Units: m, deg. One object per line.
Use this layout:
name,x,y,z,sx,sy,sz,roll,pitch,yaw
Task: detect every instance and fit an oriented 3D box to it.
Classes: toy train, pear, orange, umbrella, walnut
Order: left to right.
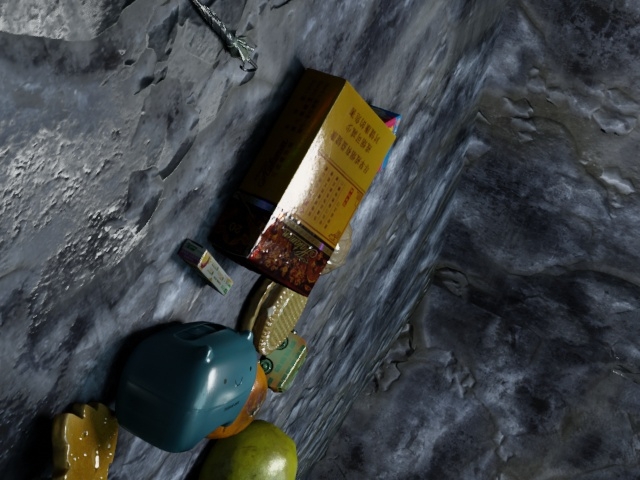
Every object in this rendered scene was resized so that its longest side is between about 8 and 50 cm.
orange,-0.217,0.345,1.807,0.224,0.170,0.224,-54,159,-32
umbrella,-0.141,-0.326,1.278,0.269,0.044,0.044,43,44,-73
pear,-0.200,0.629,2.164,0.307,0.253,0.253,-44,157,-21
toy train,-0.106,0.332,2.236,0.188,0.099,0.072,-57,161,-20
walnut,-0.002,-0.001,1.963,0.230,0.178,0.178,-25,140,-82

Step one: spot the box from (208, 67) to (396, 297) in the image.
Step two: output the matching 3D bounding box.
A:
box,-0.029,-0.110,1.672,0.415,0.116,0.264,-61,146,-5

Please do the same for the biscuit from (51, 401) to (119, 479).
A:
biscuit,-0.407,0.364,1.397,0.238,0.041,0.212,-69,151,-72

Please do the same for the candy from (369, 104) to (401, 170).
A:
candy,0.086,-0.227,1.994,0.306,0.100,0.157,-35,145,-56

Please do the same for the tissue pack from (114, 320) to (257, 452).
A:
tissue pack,-0.246,0.259,1.545,0.287,0.198,0.206,-4,115,-69

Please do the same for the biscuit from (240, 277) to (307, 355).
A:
biscuit,-0.110,0.169,2.024,0.259,0.079,0.259,-54,162,-27

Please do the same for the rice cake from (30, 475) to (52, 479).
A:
rice cake,-0.548,0.545,1.293,0.399,0.064,0.070,-52,138,-31

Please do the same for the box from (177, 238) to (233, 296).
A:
box,-0.220,0.055,1.578,0.041,0.050,0.207,-58,162,-13
